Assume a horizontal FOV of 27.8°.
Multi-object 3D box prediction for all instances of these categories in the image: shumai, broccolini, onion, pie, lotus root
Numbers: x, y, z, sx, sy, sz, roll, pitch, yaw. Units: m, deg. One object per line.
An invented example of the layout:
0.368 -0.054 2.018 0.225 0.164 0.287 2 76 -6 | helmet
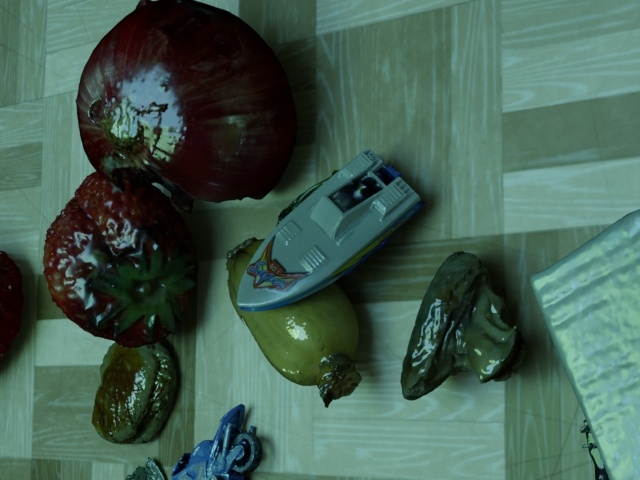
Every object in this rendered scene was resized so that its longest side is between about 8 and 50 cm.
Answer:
0.194 0.126 1.693 0.153 0.161 0.209 19 74 19 | shumai
0.007 -0.079 1.929 0.194 0.054 0.052 -41 41 27 | broccolini
-0.209 -0.207 1.944 0.341 0.341 0.341 -6 81 40 | onion
-0.317 0.248 2.138 0.163 0.079 0.193 29 102 43 | pie
-0.034 0.109 1.878 0.303 0.131 0.146 51 131 32 | lotus root

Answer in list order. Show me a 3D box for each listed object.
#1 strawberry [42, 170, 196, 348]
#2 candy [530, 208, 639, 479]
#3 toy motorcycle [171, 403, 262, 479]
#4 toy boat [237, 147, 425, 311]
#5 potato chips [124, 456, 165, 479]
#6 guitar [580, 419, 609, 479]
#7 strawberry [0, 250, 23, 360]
-0.330 0.024 2.083 0.250 0.238 0.288 -47 43 -11 | strawberry
0.404 0.153 1.492 0.208 0.145 0.358 -33 64 33 | candy
-0.165 0.352 2.002 0.205 0.076 0.114 -48 50 24 | toy motorcycle
0.000 0.000 1.808 0.295 0.088 0.129 -40 56 -5 | toy boat
-0.297 0.460 2.127 0.142 0.026 0.209 30 103 41 | potato chips
0.351 0.346 1.582 0.084 0.038 0.271 -17 74 36 | guitar
-0.695 0.131 2.354 0.310 0.292 0.291 -43 57 49 | strawberry
